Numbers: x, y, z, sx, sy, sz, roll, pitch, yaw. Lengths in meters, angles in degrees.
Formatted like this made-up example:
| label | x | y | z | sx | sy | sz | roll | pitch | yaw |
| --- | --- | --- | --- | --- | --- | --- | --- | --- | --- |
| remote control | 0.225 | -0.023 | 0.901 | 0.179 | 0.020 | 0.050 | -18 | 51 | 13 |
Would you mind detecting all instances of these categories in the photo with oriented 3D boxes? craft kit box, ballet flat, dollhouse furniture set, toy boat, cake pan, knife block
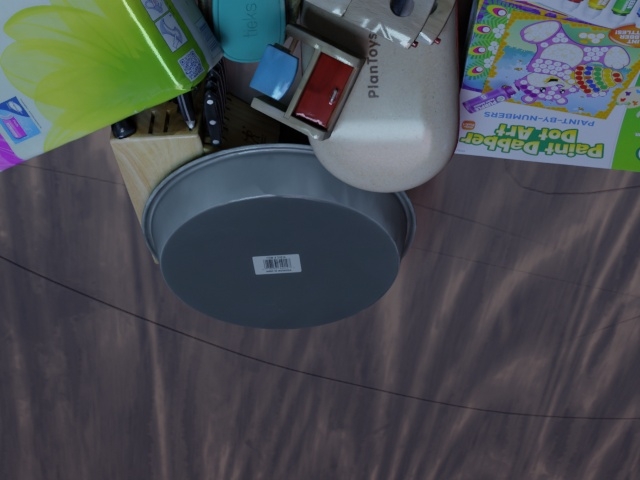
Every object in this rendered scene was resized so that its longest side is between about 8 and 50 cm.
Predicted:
| label | x | y | z | sx | sy | sz | roll | pitch | yaw |
| --- | --- | --- | --- | --- | --- | --- | --- | --- | --- |
| craft kit box | 0.256 | -0.167 | 1.532 | 0.249 | 0.061 | 0.247 | 5 | 145 | -1 |
| ballet flat | -0.062 | -0.295 | 1.416 | 0.123 | 0.123 | 0.348 | 6 | 149 | -2 |
| dollhouse furniture set | 0.024 | -0.169 | 1.425 | 0.129 | 0.129 | 0.184 | 27 | 104 | 8 |
| toy boat | 0.065 | -0.164 | 1.566 | 0.151 | 0.151 | 0.231 | 1 | 102 | 14 |
| cake pan | -0.044 | 0.006 | 1.728 | 0.293 | 0.054 | 0.293 | -1 | 145 | 0 |
| knife block | -0.176 | -0.110 | 1.698 | 0.242 | 0.088 | 0.275 | 27 | 137 | -26 |

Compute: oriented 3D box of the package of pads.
| label | x | y | z | sx | sy | sz | roll | pitch | yaw |
| --- | --- | --- | --- | --- | --- | --- | --- | --- | --- |
| package of pads | -0.262 | -0.206 | 1.500 | 0.296 | 0.101 | 0.229 | -19 | 111 | 33 |
